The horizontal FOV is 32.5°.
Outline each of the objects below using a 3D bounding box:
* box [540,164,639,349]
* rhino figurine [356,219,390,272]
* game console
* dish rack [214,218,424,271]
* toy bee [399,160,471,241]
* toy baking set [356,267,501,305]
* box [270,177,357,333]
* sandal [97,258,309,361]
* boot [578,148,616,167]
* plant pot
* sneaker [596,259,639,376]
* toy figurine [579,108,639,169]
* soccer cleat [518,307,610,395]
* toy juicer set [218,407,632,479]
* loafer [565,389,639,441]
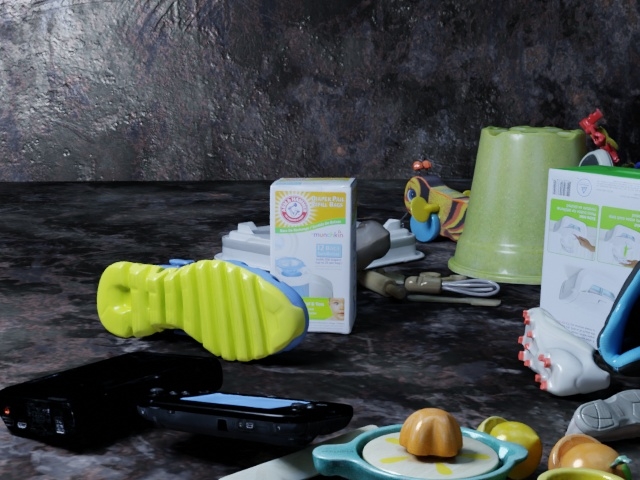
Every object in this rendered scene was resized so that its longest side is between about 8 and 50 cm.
[{"bbox_3d":[0.418,0.031,1.390,0.127,0.231,0.262,-7,12,-40],"label":"box"},{"bbox_3d":[0.018,0.032,1.755,0.243,0.073,0.106,-28,8,-40],"label":"rhino figurine"},{"bbox_3d":[-0.128,0.154,1.071,0.361,0.043,0.213,0,7,35],"label":"game console"},{"bbox_3d":[0.000,0.000,2.036,0.286,0.072,0.333,10,14,41],"label":"dish rack"},{"bbox_3d":[0.226,-0.078,2.251,0.298,0.162,0.195,6,12,26],"label":"toy bee"},{"bbox_3d":[0.172,0.067,1.759,0.197,0.030,0.256,-2,10,-19],"label":"toy baking set"},{"bbox_3d":[-0.008,0.017,1.515,0.114,0.203,0.103,2,9,6],"label":"box"},{"bbox_3d":[-0.137,0.076,1.418,0.317,0.126,0.138,10,9,37],"label":"sandal"},{"bbox_3d":[0.524,-0.033,1.816,0.176,0.244,0.088,-2,-16,-20],"label":"boot"},{"bbox_3d":[0.368,-0.071,1.935,0.276,0.253,0.276,1,10,0],"label":"plant pot"},{"bbox_3d":[0.426,0.018,1.181,0.125,0.340,0.140,40,19,29],"label":"sneaker"},{"bbox_3d":[0.650,-0.134,1.903,0.217,0.362,0.191,-41,1,15],"label":"toy figurine"},{"bbox_3d":[0.281,0.133,1.289,0.076,0.068,0.196,6,16,-3],"label":"soccer cleat"},{"bbox_3d":[0.104,0.175,0.927,0.329,0.089,0.209,5,10,23],"label":"toy juicer set"},{"bbox_3d":[0.294,0.177,1.086,0.125,0.039,0.045,-2,50,-29],"label":"loafer"}]
